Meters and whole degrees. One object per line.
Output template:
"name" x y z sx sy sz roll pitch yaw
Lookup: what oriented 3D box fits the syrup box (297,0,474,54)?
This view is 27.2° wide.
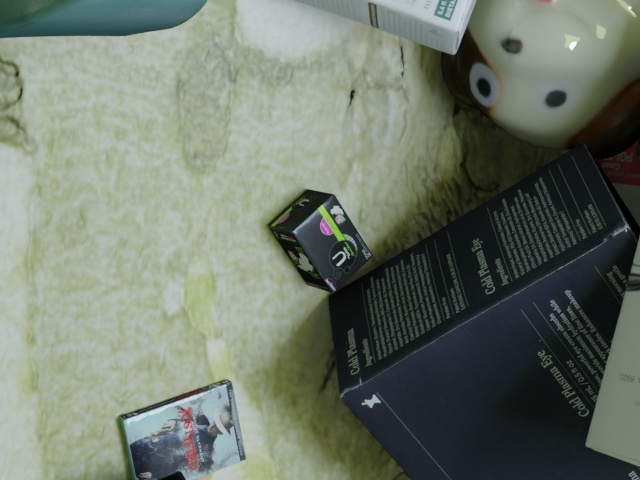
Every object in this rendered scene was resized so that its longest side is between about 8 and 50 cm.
"syrup box" 0.030 -0.260 1.213 0.237 0.096 0.093 20 86 5

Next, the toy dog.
"toy dog" 0.281 -0.291 1.356 0.408 0.285 0.395 -59 165 -10

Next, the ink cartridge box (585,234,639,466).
"ink cartridge box" 0.427 0.039 1.164 0.285 0.166 0.394 19 84 -33

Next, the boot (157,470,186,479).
"boot" -0.189 0.484 1.231 0.367 0.146 0.445 -30 109 -10

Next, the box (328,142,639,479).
"box" 0.231 0.137 1.340 0.312 0.179 0.343 -32 118 13

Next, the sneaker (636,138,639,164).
"sneaker" 0.385 -0.105 1.264 0.227 0.130 0.087 -34 158 -54

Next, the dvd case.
"dvd case" -0.134 0.195 1.302 0.119 0.013 0.087 -17 106 -29

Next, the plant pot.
"plant pot" -0.185 -0.248 1.070 0.165 0.234 0.165 -7 100 -31

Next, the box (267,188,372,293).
"box" 0.000 0.000 1.331 0.062 0.052 0.083 -43 118 -19

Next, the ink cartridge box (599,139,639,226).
"ink cartridge box" 0.417 0.025 1.551 0.207 0.117 0.283 8 93 -32
